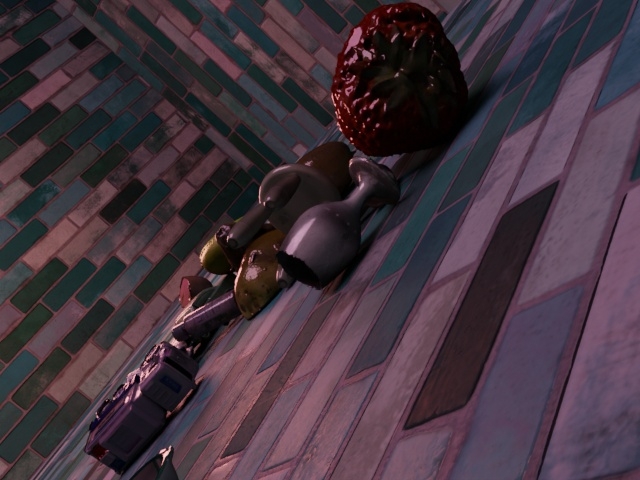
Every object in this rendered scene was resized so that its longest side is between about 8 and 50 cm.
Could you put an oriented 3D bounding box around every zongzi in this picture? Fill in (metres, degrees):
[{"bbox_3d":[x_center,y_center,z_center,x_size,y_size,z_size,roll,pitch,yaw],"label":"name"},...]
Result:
[{"bbox_3d":[-0.154,-0.022,2.065,0.242,0.112,0.221,-46,-29,-12],"label":"zongzi"}]

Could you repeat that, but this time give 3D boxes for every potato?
[{"bbox_3d":[-0.004,-0.160,2.029,0.251,0.159,0.174,-39,33,0],"label":"potato"},{"bbox_3d":[-0.127,0.052,1.846,0.160,0.111,0.271,-42,10,44],"label":"potato"}]

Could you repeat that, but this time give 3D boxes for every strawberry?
[{"bbox_3d":[0.156,-0.304,1.574,0.351,0.267,0.312,93,-173,-79],"label":"strawberry"}]

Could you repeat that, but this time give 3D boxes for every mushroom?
[{"bbox_3d":[-0.423,0.185,2.674,0.117,0.141,0.188,-15,5,-17],"label":"mushroom"}]

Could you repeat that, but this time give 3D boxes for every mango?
[{"bbox_3d":[-0.241,0.014,2.200,0.233,0.111,0.125,-41,-27,19],"label":"mango"}]

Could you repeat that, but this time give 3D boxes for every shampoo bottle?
[{"bbox_3d":[-0.278,0.192,1.942,0.214,0.072,0.072,-29,16,22],"label":"shampoo bottle"}]

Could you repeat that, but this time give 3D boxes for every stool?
[{"bbox_3d":[-0.070,-0.042,1.697,0.195,0.195,0.198,-41,12,36],"label":"stool"}]

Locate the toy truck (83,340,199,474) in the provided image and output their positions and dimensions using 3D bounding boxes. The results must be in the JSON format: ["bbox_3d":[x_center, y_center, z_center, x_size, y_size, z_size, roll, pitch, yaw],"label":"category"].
[{"bbox_3d":[-0.388,0.364,1.705,0.268,0.124,0.155,-48,16,10],"label":"toy truck"}]

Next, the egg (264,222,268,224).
[{"bbox_3d":[-0.172,0.001,2.287,0.103,0.103,0.135,-52,8,-25],"label":"egg"}]

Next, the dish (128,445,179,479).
[{"bbox_3d":[-0.241,0.387,1.035,0.224,0.078,0.246,-52,9,-22],"label":"dish"}]

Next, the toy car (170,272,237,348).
[{"bbox_3d":[-0.334,0.212,2.168,0.141,0.097,0.320,-43,10,34],"label":"toy car"}]

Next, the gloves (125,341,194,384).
[{"bbox_3d":[-0.405,0.331,1.995,0.229,0.097,0.119,-38,35,30],"label":"gloves"}]

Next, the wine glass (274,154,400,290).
[{"bbox_3d":[0.031,-0.029,1.384,0.241,0.126,0.126,-49,8,-22],"label":"wine glass"}]

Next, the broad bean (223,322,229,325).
[{"bbox_3d":[-0.162,0.099,2.018,0.297,0.043,0.060,-50,17,-9],"label":"broad bean"}]

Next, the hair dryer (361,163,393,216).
[{"bbox_3d":[0.076,-0.069,1.563,0.181,0.064,0.117,-50,7,21],"label":"hair dryer"}]
